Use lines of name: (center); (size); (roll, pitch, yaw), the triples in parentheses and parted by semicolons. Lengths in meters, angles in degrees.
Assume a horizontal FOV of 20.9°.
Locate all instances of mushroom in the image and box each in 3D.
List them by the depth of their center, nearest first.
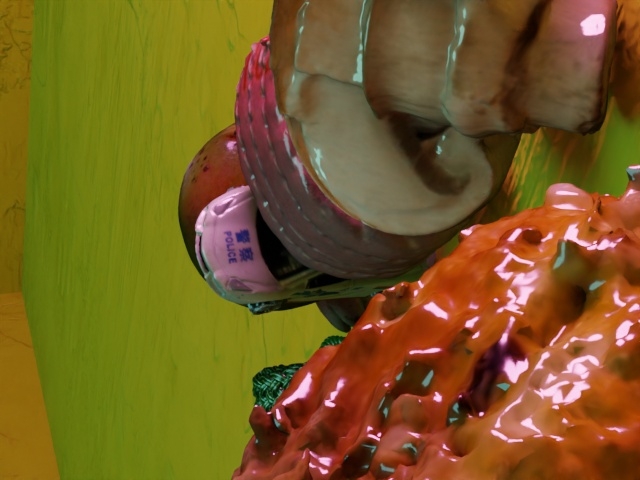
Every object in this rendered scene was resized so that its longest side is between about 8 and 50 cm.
mushroom: (0.087, -0.143, 1.042); (0.189, 0.195, 0.254); (-65, -19, -47)

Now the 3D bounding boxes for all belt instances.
belt: (0.000, 0.122, 1.470); (0.151, 0.121, 0.079); (145, 116, -76)

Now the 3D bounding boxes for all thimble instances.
thimble: (0.033, -0.070, 1.221); (0.190, 0.163, 0.125); (67, 161, 5)

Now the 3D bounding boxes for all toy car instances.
toy car: (0.000, 0.000, 1.297); (0.056, 0.204, 0.095); (-22, 76, 51)

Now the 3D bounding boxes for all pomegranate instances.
pomegranate: (-0.019, -0.008, 1.444); (0.210, 0.180, 0.180); (60, 176, -29)

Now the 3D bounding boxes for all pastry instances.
pastry: (0.091, 0.182, 0.794); (0.292, 0.337, 0.405); (34, 124, 30)
